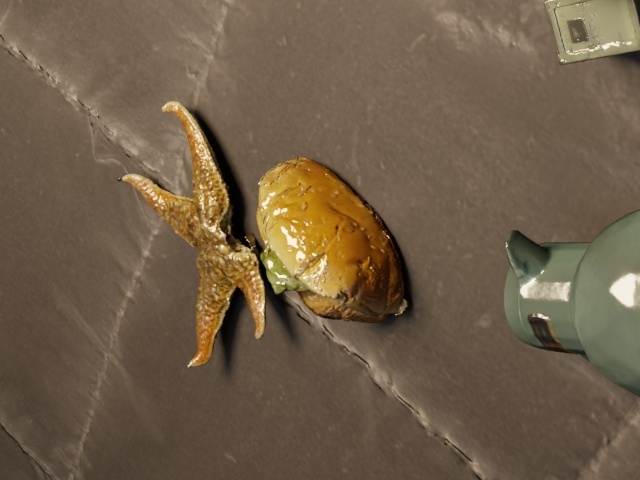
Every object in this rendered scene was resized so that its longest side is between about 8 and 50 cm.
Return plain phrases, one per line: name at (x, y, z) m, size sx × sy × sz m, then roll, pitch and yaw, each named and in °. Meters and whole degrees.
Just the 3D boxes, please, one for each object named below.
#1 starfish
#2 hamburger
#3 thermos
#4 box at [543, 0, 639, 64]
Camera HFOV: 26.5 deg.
starfish at (-0.119, -0.007, 1.326) m, size 0.138 × 0.050 × 0.248 m, roll -21°, pitch 87°, yaw 46°
hamburger at (-0.001, 0.005, 1.182) m, size 0.087 × 0.102 × 0.176 m, roll -43°, pitch 78°, yaw 32°
thermos at (0.269, 0.052, 0.938) m, size 0.286 × 0.145 × 0.182 m, roll 1°, pitch 143°, yaw 45°
box at (0.206, -0.158, 0.944) m, size 0.084 × 0.063 × 0.060 m, roll -5°, pitch 105°, yaw 42°
